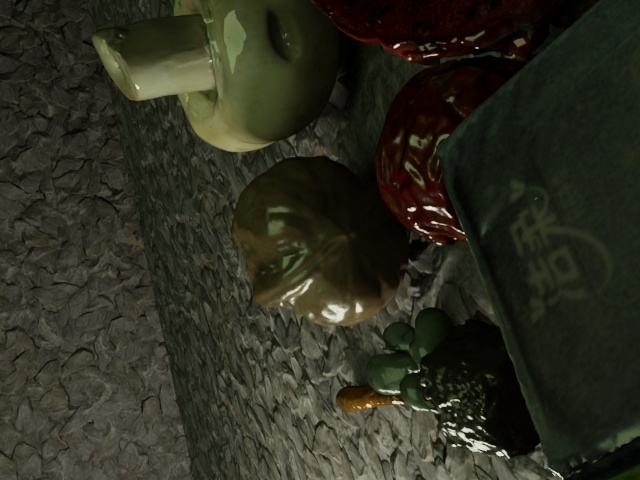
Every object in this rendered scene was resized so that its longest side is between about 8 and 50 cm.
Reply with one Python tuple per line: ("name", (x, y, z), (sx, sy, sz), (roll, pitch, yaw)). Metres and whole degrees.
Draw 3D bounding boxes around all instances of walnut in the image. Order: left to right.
("walnut", (0.001, 0.003, 1.127), (0.273, 0.227, 0.273), (46, 144, 50))

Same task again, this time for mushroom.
("mushroom", (-0.129, -0.282, 1.217), (0.353, 0.353, 0.325), (49, 173, 45))

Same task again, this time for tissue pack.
("tissue pack", (0.267, -0.062, 0.442), (0.394, 0.124, 0.288), (-42, 40, 32))

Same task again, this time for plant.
("plant", (0.161, 0.165, 0.966), (0.274, 0.146, 0.149), (13, 116, 62))

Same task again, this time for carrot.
("carrot", (0.084, 0.259, 1.291), (0.191, 0.047, 0.047), (-26, 78, 58))

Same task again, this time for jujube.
("jujube", (0.165, -0.088, 0.772), (0.232, 0.213, 0.213), (5, 106, 53))

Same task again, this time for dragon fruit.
("dragon fruit", (0.167, -0.236, 0.715), (0.317, 0.152, 0.205), (-30, 56, 24))
